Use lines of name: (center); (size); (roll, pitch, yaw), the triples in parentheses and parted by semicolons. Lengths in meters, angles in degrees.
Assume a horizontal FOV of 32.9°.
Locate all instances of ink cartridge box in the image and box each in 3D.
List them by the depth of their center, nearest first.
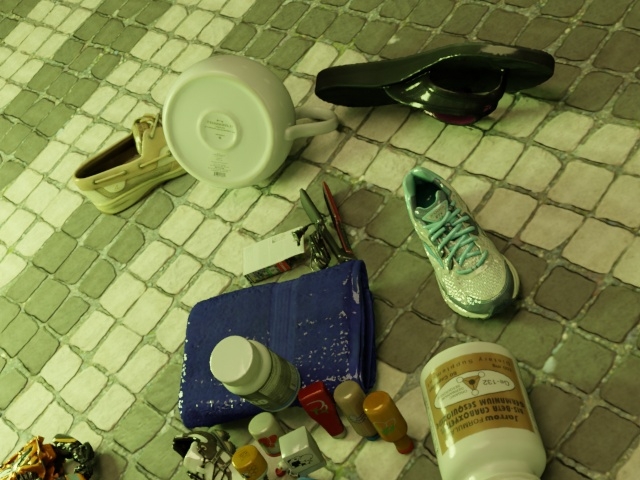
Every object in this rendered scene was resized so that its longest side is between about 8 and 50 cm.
ink cartridge box: (-0.073, 0.024, 1.791); (0.115, 0.029, 0.062); (-20, 46, 17)

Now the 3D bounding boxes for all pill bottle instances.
pill bottle: (0.207, 0.250, 1.339); (0.131, 0.131, 0.229); (-24, 45, 15)
pill bottle: (-0.090, 0.182, 1.486); (0.078, 0.137, 0.078); (-11, 63, 23)

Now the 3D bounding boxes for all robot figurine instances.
robot figurine: (-0.421, 0.415, 1.654); (0.211, 0.085, 0.291); (-41, 43, -4)

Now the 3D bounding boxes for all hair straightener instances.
hair straightener: (0.000, 0.000, 1.745); (0.089, 0.047, 0.230); (-15, 51, -6)

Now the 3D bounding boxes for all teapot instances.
teapot: (-0.141, -0.223, 1.928); (0.252, 0.256, 0.187); (-38, 6, 30)

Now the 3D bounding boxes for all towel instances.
towel: (-0.062, 0.164, 1.631); (0.308, 0.076, 0.227); (-14, 51, 21)

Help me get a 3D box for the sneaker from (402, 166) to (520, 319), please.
sneaker: (0.186, 0.000, 1.569); (0.110, 0.122, 0.283); (-35, 43, 5)

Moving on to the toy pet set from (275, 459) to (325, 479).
toy pet set: (-0.050, 0.356, 1.469); (0.114, 0.065, 0.122); (1, 56, 35)

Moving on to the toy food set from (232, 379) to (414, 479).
toy food set: (0.002, 0.271, 1.474); (0.232, 0.104, 0.111); (-27, 34, 6)

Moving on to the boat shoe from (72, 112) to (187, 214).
boat shoe: (-0.312, -0.181, 2.062); (0.341, 0.110, 0.121); (-36, 43, 3)

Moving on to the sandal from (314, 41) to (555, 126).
sandal: (0.185, -0.238, 1.774); (0.446, 0.168, 0.107); (-2, 79, 41)

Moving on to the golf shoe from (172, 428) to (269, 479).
golf shoe: (-0.144, 0.329, 1.516); (0.198, 0.094, 0.077); (28, 100, 54)
